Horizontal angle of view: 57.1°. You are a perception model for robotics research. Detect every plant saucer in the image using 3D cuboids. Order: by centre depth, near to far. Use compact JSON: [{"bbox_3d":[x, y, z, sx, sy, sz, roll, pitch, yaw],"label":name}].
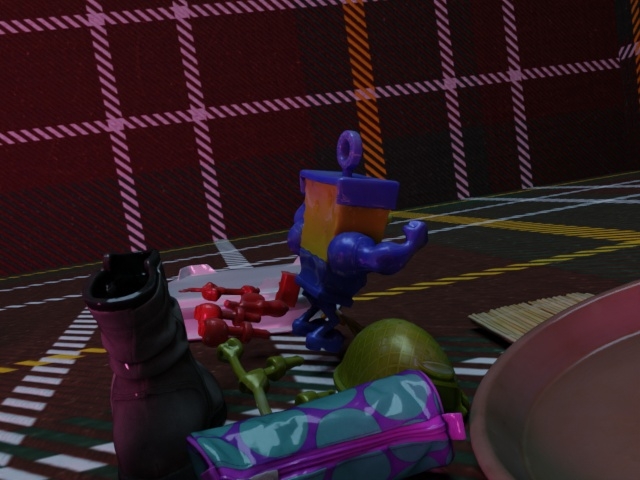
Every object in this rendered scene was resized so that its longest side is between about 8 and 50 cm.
[{"bbox_3d":[0.217,0.080,0.308,0.277,0.041,0.278,-22,9,4],"label":"plant saucer"}]

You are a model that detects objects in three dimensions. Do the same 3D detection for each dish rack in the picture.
[{"bbox_3d":[-0.130,0.080,0.901,0.332,0.072,0.285,-6,6,13],"label":"dish rack"}]

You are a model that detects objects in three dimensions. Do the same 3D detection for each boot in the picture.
[{"bbox_3d":[-0.124,0.080,0.460,0.083,0.161,0.246,-9,7,-12],"label":"boot"}]

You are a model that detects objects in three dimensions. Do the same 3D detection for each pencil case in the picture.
[{"bbox_3d":[0.003,0.124,0.345,0.151,0.065,0.070,-11,-9,-20],"label":"pencil case"}]

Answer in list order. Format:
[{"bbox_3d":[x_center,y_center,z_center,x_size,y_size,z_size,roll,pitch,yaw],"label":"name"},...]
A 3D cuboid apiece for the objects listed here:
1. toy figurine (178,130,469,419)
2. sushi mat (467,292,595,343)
[{"bbox_3d":[0.000,0.000,0.551,0.191,0.217,0.362,11,6,-21],"label":"toy figurine"},{"bbox_3d":[0.259,0.089,0.509,0.151,0.019,0.316,-11,6,-8],"label":"sushi mat"}]
